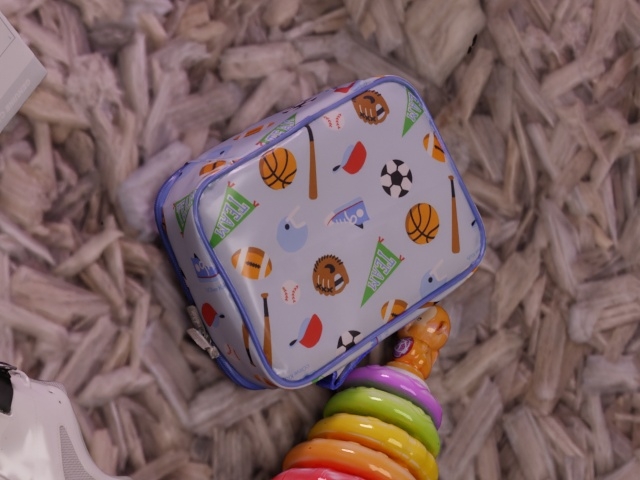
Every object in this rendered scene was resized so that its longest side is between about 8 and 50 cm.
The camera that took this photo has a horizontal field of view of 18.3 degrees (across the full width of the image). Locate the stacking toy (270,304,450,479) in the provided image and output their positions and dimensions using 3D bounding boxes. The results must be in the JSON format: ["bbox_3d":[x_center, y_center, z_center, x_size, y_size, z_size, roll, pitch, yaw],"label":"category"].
[{"bbox_3d":[0.058,0.181,1.868,0.165,0.175,0.302,38,58,-24],"label":"stacking toy"}]

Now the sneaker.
[{"bbox_3d":[-0.295,0.152,1.695,0.330,0.122,0.146,47,49,-16],"label":"sneaker"}]

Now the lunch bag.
[{"bbox_3d":[0.000,0.000,1.859,0.303,0.115,0.243,-32,103,-28],"label":"lunch bag"}]

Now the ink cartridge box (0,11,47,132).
[{"bbox_3d":[-0.381,-0.129,1.681,0.275,0.060,0.239,-55,139,-22],"label":"ink cartridge box"}]
